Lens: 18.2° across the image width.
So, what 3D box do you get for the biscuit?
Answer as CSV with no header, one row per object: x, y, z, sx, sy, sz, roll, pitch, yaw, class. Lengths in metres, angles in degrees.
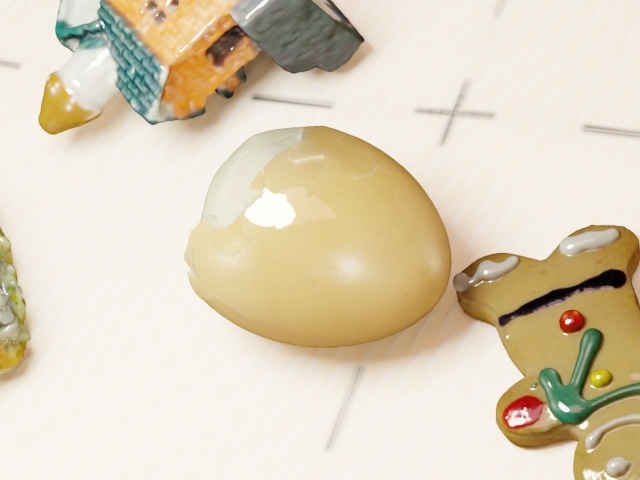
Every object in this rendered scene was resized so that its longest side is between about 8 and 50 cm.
0.240,0.111,1.736,0.197,0.049,0.301,-21,54,4,biscuit

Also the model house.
-0.155,-0.204,2.015,0.301,0.190,0.271,-43,58,4,model house

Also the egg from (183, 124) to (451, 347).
0.000,0.000,1.789,0.244,0.201,0.201,20,63,14,egg

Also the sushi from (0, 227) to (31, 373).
-0.360,0.034,1.876,0.139,0.184,0.274,-24,54,0,sushi
